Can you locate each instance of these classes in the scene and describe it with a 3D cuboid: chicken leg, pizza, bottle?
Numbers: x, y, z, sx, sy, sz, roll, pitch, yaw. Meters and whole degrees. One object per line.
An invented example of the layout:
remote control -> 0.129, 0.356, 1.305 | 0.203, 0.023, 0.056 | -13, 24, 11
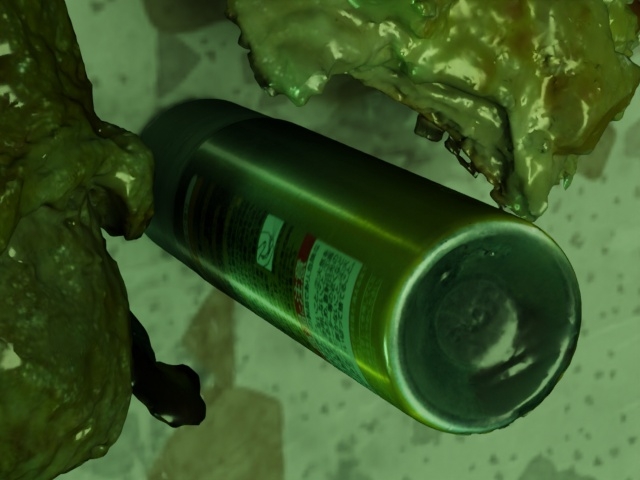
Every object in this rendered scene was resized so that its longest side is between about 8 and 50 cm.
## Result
chicken leg -> -0.171, -0.071, 0.783 | 0.211, 0.140, 0.361 | -17, 96, -47
pizza -> 0.051, -0.128, 0.854 | 0.323, 0.223, 0.089 | 26, 129, -29
bottle -> 0.000, 0.000, 0.792 | 0.082, 0.286, 0.082 | -6, 105, -24
